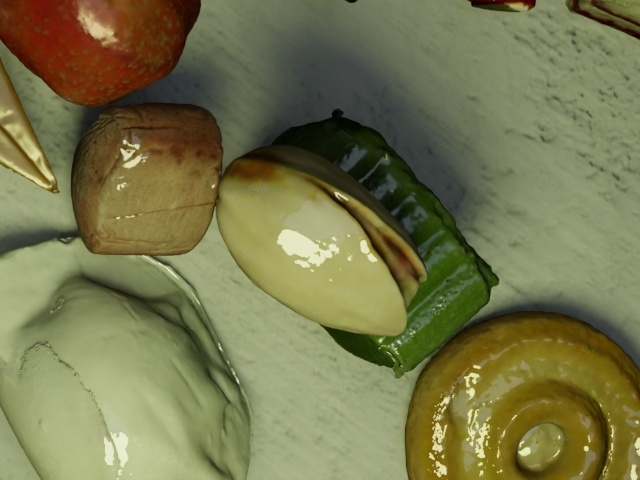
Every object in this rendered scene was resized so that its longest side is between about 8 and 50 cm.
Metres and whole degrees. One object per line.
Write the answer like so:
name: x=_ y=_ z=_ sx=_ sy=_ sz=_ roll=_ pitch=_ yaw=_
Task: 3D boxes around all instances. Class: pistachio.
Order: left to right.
pistachio: x=0.000 y=0.000 z=1.496 sx=0.215 sy=0.144 sz=0.144 roll=33 pitch=85 yaw=-13

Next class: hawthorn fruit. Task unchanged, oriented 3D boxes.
hawthorn fruit: x=-0.240 y=-0.259 z=1.638 sx=0.205 sy=0.205 sz=0.253 roll=-44 pitch=117 yaw=-8

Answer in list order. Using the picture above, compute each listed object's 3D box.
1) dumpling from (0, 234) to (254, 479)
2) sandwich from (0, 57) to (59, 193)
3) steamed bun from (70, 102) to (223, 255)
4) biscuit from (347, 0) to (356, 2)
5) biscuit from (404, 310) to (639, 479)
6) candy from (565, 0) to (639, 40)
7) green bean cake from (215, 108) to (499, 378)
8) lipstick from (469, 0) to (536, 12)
dumpling: x=-0.187 y=0.156 z=1.694 sx=0.260 sy=0.181 sz=0.341 roll=-27 pitch=57 yaw=-38
sandwich: x=-0.313 y=-0.152 z=1.674 sx=0.187 sy=0.117 sz=0.144 roll=30 pitch=89 yaw=-13
steamed bun: x=-0.182 y=-0.065 z=1.693 sx=0.144 sy=0.106 sz=0.175 roll=0 pitch=133 yaw=-27
biscuit: x=0.091 y=-0.435 z=1.762 sx=0.107 sy=0.073 sz=0.388 roll=31 pitch=85 yaw=23
biscuit: x=0.237 y=0.222 z=1.845 sx=0.296 sy=0.102 sz=0.296 roll=-1 pitch=94 yaw=-16
candy: x=0.421 y=-0.367 z=1.841 sx=0.179 sy=0.135 sz=0.321 roll=24 pitch=87 yaw=-16
green bean cake: x=0.034 y=0.000 z=1.701 sx=0.156 sy=0.250 sz=0.247 roll=-42 pitch=101 yaw=-8
lipstick: x=0.208 y=-0.371 z=1.815 sx=0.080 sy=0.080 sz=0.241 roll=5 pitch=92 yaw=-14
